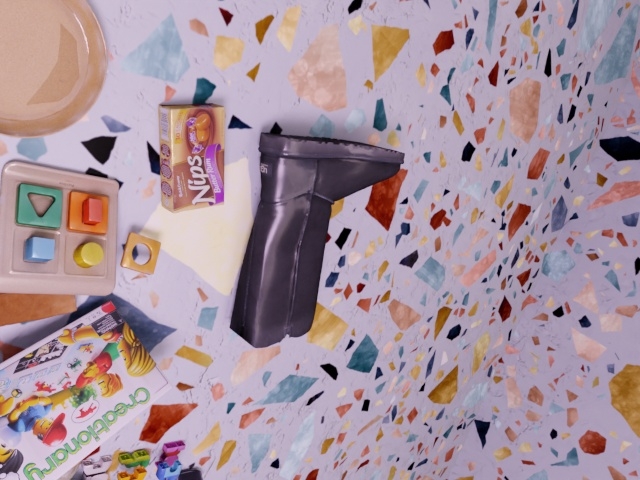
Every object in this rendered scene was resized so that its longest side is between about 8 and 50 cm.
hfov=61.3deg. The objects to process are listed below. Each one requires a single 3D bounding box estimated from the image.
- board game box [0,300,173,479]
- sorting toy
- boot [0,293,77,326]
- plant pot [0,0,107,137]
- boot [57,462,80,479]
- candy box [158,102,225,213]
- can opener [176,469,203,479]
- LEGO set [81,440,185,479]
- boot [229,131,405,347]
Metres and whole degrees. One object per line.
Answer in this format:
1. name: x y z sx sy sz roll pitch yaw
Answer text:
1. board game box: -0.413 0.253 0.864 0.193 0.053 0.305 53 42 0
2. sorting toy: -0.399 -0.014 0.845 0.347 0.047 0.196 8 80 -46
3. boot: -0.526 0.136 0.836 0.280 0.096 0.264 -19 115 -47
4. plant pot: -0.422 -0.264 0.756 0.236 0.032 0.237 -20 122 -36
5. boot: -0.448 0.309 0.964 0.077 0.213 0.165 5 147 -23
6. candy box: -0.232 -0.150 0.981 0.109 0.053 0.187 -14 117 -40
7. can opener: -0.353 0.577 1.226 0.186 0.073 0.059 4 145 -42
8. LEGO set: -0.382 0.503 1.129 0.227 0.087 0.093 8 104 -44
9. boot: -0.002 0.000 1.203 0.366 0.146 0.446 -1 107 -33
